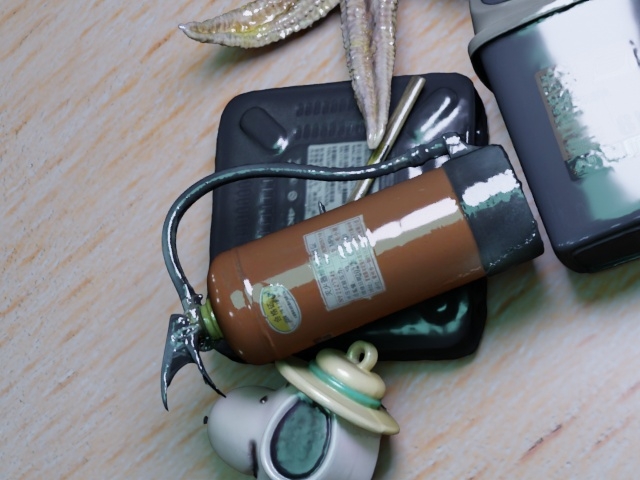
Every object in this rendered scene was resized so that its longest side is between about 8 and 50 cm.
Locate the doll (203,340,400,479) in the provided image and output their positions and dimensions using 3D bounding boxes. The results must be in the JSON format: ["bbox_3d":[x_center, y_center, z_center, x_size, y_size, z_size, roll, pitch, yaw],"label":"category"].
[{"bbox_3d":[-0.017,0.243,1.452,0.208,0.144,0.271,-21,63,34],"label":"doll"}]

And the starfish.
[{"bbox_3d":[0.043,-0.311,1.574,0.398,0.132,0.384,-45,39,4],"label":"starfish"}]

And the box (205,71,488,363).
[{"bbox_3d":[0.025,-0.023,1.543,0.289,0.073,0.290,-2,72,18],"label":"box"}]

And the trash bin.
[{"bbox_3d":[0.263,-0.133,1.445,0.209,0.182,0.290,-19,74,12],"label":"trash bin"}]

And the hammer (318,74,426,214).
[{"bbox_3d":[0.054,-0.081,1.505,0.062,0.017,0.182,22,79,24],"label":"hammer"}]

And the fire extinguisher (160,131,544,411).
[{"bbox_3d":[0.004,0.008,1.436,0.376,0.113,0.200,-23,48,3],"label":"fire extinguisher"}]
